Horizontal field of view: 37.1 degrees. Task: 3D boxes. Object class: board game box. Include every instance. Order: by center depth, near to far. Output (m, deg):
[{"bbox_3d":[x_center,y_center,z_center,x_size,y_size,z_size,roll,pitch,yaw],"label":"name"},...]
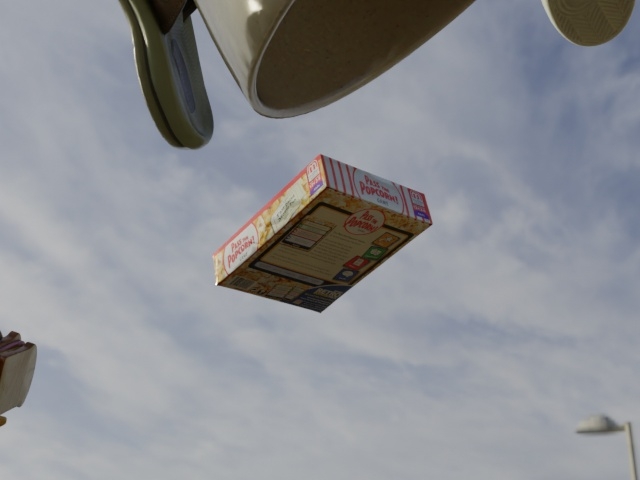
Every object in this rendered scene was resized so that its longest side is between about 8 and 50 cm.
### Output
[{"bbox_3d":[0.000,0.000,1.017,0.147,0.045,0.193,18,-44,-36],"label":"board game box"}]

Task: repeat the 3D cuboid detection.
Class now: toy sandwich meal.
[{"bbox_3d":[-0.211,0.094,0.610,0.029,0.085,0.085,14,-29,3],"label":"toy sandwich meal"}]

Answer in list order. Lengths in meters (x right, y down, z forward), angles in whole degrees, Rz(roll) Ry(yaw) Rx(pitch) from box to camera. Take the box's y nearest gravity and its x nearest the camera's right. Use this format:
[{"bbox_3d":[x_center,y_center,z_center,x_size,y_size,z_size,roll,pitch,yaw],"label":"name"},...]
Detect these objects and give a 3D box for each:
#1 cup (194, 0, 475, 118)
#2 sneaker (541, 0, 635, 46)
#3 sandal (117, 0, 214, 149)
[{"bbox_3d":[0.011,-0.280,0.661,0.331,0.237,0.331,-38,-8,-7],"label":"cup"},{"bbox_3d":[0.328,-0.432,1.291,0.131,0.148,0.350,-20,-54,16],"label":"sneaker"},{"bbox_3d":[-0.127,-0.226,0.834,0.086,0.120,0.303,-5,-59,16],"label":"sandal"}]
